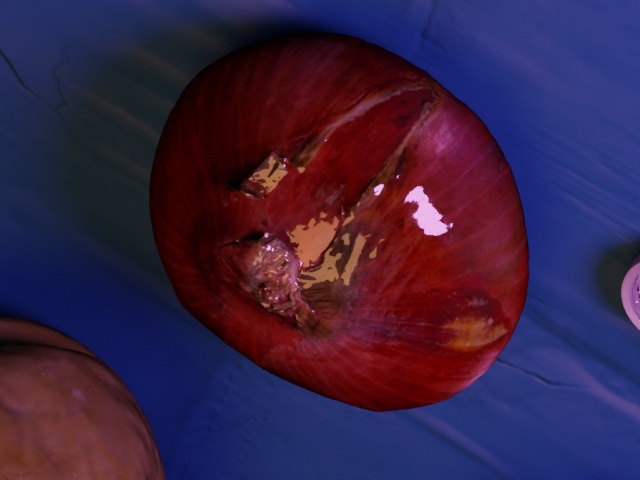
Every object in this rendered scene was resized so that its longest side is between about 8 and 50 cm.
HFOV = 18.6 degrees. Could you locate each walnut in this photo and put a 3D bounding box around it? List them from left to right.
[{"bbox_3d":[-0.232,0.186,1.355,0.253,0.282,0.276,-19,112,-6],"label":"walnut"}]

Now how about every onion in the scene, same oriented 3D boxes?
[{"bbox_3d":[0.004,-0.003,1.165,0.248,0.161,0.248,33,149,24],"label":"onion"}]

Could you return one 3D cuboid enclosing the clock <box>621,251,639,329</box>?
[{"bbox_3d":[0.239,0.032,1.134,0.129,0.041,0.087,-17,110,41],"label":"clock"}]
